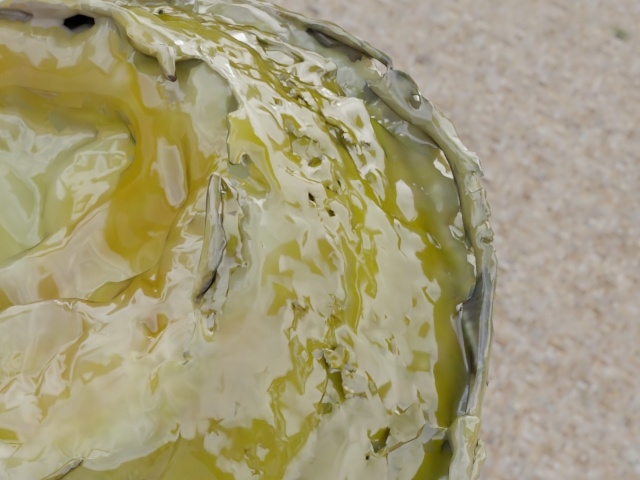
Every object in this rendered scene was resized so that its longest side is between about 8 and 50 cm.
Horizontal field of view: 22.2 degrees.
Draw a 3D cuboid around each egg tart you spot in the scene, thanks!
[{"bbox_3d":[-0.096,0.019,0.516,0.315,0.315,0.120,41,-13,30],"label":"egg tart"}]
